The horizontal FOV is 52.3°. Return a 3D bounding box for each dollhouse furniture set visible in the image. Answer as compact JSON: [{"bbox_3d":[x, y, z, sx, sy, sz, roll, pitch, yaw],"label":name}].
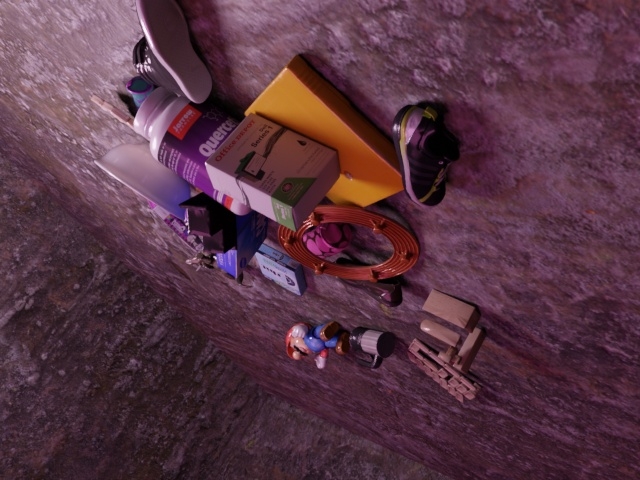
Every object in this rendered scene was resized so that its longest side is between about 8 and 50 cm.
[{"bbox_3d":[0.326,0.231,1.647,0.123,0.144,0.151,24,171,37],"label":"dollhouse furniture set"}]

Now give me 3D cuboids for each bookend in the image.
[{"bbox_3d":[-0.265,-0.030,1.563,0.072,0.156,0.157,5,110,16],"label":"bookend"}]

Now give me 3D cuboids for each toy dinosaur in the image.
[{"bbox_3d":[-0.345,0.080,2.343,0.314,0.121,0.160,21,166,21],"label":"toy dinosaur"}]

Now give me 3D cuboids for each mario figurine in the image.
[{"bbox_3d":[-0.032,0.393,2.404,0.320,0.170,0.198,-21,87,55],"label":"mario figurine"}]

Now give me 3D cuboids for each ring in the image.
[{"bbox_3d":[0.064,0.020,1.536,0.337,0.032,0.336,9,151,5],"label":"ring"}]

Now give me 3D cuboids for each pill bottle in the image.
[{"bbox_3d":[-0.256,-0.211,1.486,0.323,0.181,0.181,34,158,2],"label":"pill bottle"}]

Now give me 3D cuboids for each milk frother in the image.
[{"bbox_3d":[0.191,0.349,2.133,0.143,0.129,0.135,-3,-176,-37],"label":"milk frother"}]

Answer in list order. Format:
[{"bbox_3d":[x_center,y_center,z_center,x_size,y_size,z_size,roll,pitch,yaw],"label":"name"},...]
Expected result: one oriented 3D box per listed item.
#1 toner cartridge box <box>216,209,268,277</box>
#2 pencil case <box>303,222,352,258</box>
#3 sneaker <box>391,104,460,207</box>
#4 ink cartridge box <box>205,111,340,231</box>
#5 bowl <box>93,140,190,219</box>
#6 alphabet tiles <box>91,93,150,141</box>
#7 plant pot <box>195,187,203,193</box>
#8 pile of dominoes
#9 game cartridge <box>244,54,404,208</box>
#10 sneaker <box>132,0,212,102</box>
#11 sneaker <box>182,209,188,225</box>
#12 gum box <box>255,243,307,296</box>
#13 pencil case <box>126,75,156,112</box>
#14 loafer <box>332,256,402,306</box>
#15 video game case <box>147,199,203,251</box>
[{"bbox_3d":[-0.219,-0.029,1.829,0.075,0.165,0.348,33,159,6],"label":"toner cartridge box"},{"bbox_3d":[0.000,0.000,1.679,0.098,0.095,0.209,46,154,-8],"label":"pencil case"},{"bbox_3d":[0.194,-0.134,1.131,0.097,0.084,0.234,17,152,35],"label":"sneaker"},{"bbox_3d":[-0.096,-0.141,1.308,0.219,0.160,0.092,27,155,21],"label":"ink cartridge box"},{"bbox_3d":[-0.481,-0.192,1.866,0.298,0.134,0.298,33,176,3],"label":"bowl"},{"bbox_3d":[-0.472,-0.288,1.731,0.278,0.021,0.284,32,177,41],"label":"alphabet tiles"},{"bbox_3d":[-0.294,-0.159,1.778,0.081,0.083,0.081,40,157,-12],"label":"plant pot"},{"bbox_3d":[0.385,0.402,2.047,0.251,0.040,0.196,39,160,12],"label":"pile of dominoes"},{"bbox_3d":[0.012,-0.198,1.318,0.324,0.052,0.285,43,157,-12],"label":"game cartridge"},{"bbox_3d":[-0.338,-0.399,1.319,0.147,0.104,0.295,20,158,22],"label":"sneaker"},{"bbox_3d":[-0.336,-0.041,2.078,0.236,0.095,0.104,38,150,-4],"label":"sneaker"},{"bbox_3d":[-0.127,0.096,2.118,0.157,0.041,0.184,26,156,20],"label":"gum box"},{"bbox_3d":[-0.437,-0.346,1.627,0.070,0.064,0.151,18,156,6],"label":"pencil case"},{"bbox_3d":[0.128,0.092,1.724,0.220,0.080,0.078,26,124,23],"label":"loafer"},{"bbox_3d":[-0.495,-0.078,2.183,0.210,0.042,0.232,48,177,-29],"label":"video game case"}]
